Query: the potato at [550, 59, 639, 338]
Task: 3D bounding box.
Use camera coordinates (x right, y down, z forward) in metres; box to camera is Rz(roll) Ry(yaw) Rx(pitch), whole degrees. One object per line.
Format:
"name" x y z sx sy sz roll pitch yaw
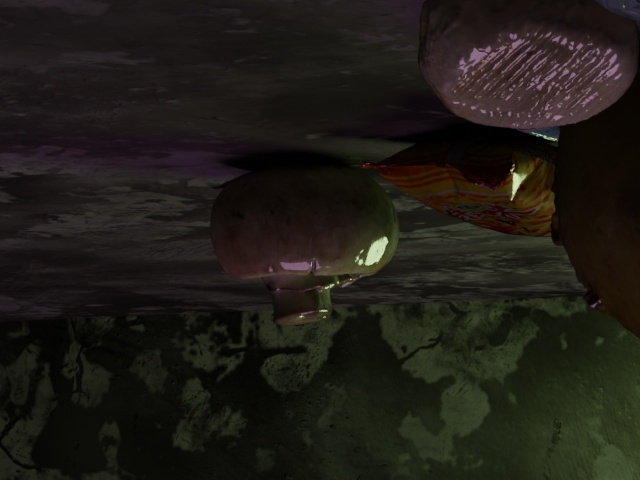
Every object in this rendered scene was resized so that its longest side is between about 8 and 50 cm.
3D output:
"potato" 0.437 0.005 1.687 0.442 0.319 0.385 3 162 -23

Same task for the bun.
"bun" 0.159 -0.162 1.341 0.188 0.111 0.164 6 153 -25

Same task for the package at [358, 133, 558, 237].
"package" 0.216 -0.069 2.021 0.288 0.108 0.223 18 167 -42

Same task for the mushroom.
"mushroom" 0.000 0.000 2.164 0.189 0.195 0.253 -12 170 39

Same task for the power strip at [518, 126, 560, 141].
"power strip" 0.319 -0.123 1.859 0.109 0.038 0.279 -8 170 37

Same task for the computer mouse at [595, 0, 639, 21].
"computer mouse" 0.325 -0.189 1.174 0.288 0.097 0.159 12 171 -11
